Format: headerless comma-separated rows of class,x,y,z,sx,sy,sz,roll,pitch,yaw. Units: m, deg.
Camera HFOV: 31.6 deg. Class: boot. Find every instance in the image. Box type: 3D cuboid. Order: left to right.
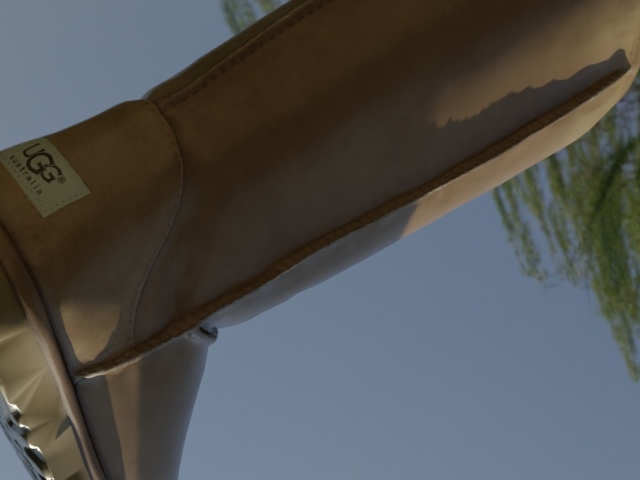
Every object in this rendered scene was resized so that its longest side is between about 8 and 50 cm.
boot,0.000,0.000,0.435,0.270,0.236,0.089,-31,-118,-19
